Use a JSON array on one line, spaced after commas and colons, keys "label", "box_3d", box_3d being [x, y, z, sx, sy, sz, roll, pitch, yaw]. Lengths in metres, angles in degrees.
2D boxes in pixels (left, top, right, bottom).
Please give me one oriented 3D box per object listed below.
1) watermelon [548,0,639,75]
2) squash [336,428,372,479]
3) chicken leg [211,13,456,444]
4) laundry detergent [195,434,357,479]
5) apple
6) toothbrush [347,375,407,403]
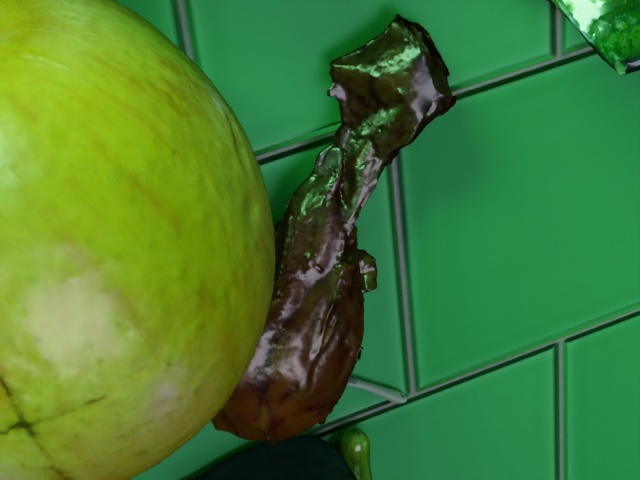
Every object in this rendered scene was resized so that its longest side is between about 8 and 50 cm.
[{"label": "watermelon", "box_3d": [0.223, -0.176, 0.979, 0.231, 0.146, 0.128, -20, 129, -12]}, {"label": "squash", "box_3d": [0.027, 0.172, 1.204, 0.027, 0.027, 0.089, -21, 133, -14]}, {"label": "chicken leg", "box_3d": [0.000, 0.000, 1.033, 0.113, 0.093, 0.304, 15, 110, -22]}, {"label": "laundry detergent", "box_3d": [-0.007, 0.275, 1.213, 0.143, 0.094, 0.290, -30, 131, -8]}, {"label": "apple", "box_3d": [-0.165, 0.000, 0.814, 0.286, 0.286, 0.233, -30, 124, -6]}, {"label": "toothbrush", "box_3d": [0.013, 0.098, 1.154, 0.131, 0.011, 0.013, 20, 132, -37]}]
